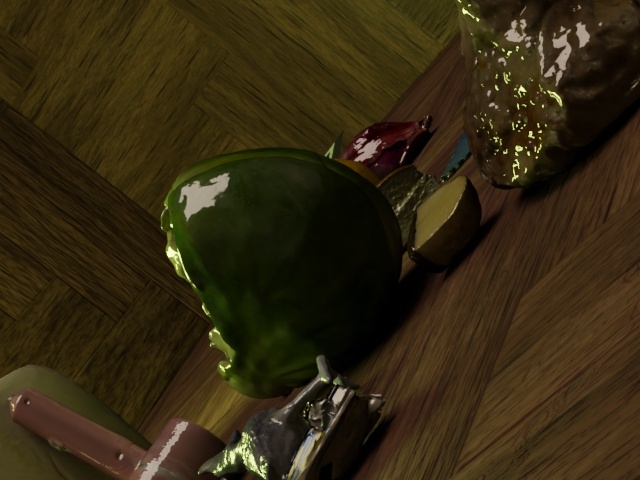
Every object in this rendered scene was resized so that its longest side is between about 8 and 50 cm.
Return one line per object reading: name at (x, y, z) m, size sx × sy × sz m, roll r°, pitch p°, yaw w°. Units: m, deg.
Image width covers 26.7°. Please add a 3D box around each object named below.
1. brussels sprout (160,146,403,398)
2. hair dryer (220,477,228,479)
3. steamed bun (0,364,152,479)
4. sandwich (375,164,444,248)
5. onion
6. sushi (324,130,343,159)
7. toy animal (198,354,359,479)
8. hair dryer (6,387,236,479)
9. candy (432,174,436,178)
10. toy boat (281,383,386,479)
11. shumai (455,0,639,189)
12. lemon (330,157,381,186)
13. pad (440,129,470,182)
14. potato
brussels sprout at (-0.045, 0.043, 1.786) m, size 0.275 × 0.315 × 0.371 m, roll -95°, pitch 0°, yaw -45°
hair dryer at (-0.137, 0.358, 1.824) m, size 0.063 × 0.037 × 0.114 m, roll -54°, pitch -2°, yaw -13°
steamed bun at (-0.427, 0.383, 2.180) m, size 0.290 × 0.371 × 0.456 m, roll -44°, pitch -7°, yaw -14°
sandwich at (0.084, -0.011, 2.078) m, size 0.258 × 0.094 × 0.096 m, roll -50°, pitch 1°, yaw 38°
onion at (0.117, -0.177, 2.808) m, size 0.283 × 0.120 × 0.227 m, roll -49°, pitch 11°, yaw 26°
sushi at (0.000, 0.000, 2.752) m, size 0.373 × 0.100 × 0.296 m, roll 128°, pitch 157°, yaw -52°
toy animal at (-0.035, 0.229, 1.568) m, size 0.206 × 0.081 × 0.367 m, roll -48°, pitch 12°, yaw -10°
hair dryer at (-0.318, 0.324, 1.933) m, size 0.210 × 0.353 × 0.125 m, roll -56°, pitch -18°, yaw -28°
candy at (0.172, -0.080, 2.183) m, size 0.030 × 0.020 × 0.083 m, roll -50°, pitch 6°, yaw 35°
toy boat at (-0.008, 0.237, 1.366) m, size 0.210 × 0.066 × 0.084 m, roll -61°, pitch -27°, yaw -8°
shumai at (0.214, -0.220, 1.477) m, size 0.314 × 0.262 × 0.267 m, roll -50°, pitch 4°, yaw 38°
lemon at (0.025, -0.048, 2.328) m, size 0.188 × 0.188 × 0.256 m, roll -49°, pitch 2°, yaw 29°
pad at (0.299, -0.234, 2.186) m, size 0.269 × 0.012 × 0.269 m, roll -48°, pitch 6°, yaw 34°
potato at (0.162, -0.021, 1.621) m, size 0.103 × 0.066 × 0.096 m, roll -42°, pitch 25°, yaw 38°
